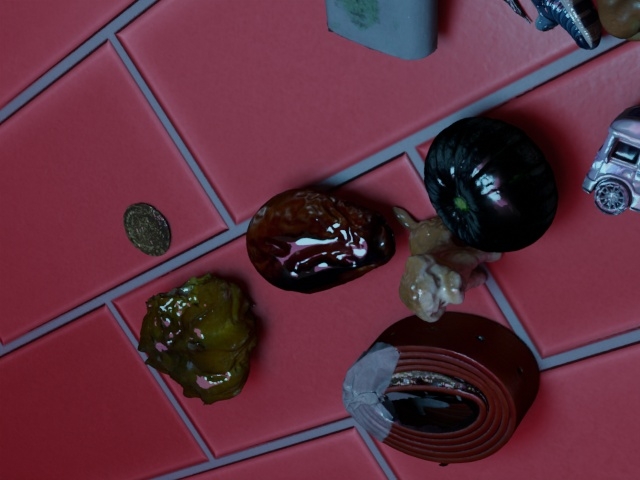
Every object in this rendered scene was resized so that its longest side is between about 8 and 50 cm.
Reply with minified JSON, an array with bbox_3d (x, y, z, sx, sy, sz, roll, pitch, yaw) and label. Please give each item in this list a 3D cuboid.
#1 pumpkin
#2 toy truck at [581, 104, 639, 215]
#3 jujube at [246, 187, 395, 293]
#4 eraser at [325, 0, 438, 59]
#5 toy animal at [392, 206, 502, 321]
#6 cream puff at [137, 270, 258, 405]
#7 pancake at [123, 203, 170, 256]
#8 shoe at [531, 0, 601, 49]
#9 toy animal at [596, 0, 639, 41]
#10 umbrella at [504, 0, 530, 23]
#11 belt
[{"bbox_3d":[0.236,-0.077,1.513,0.202,0.140,0.202,39,147,32],"label":"pumpkin"},{"bbox_3d":[0.477,-0.084,1.361,0.268,0.124,0.155,23,120,19],"label":"toy truck"},{"bbox_3d":[0.000,0.000,1.705,0.236,0.168,0.168,-1,115,34],"label":"jujube"},{"bbox_3d":[0.075,-0.359,1.444,0.174,0.081,0.227,25,150,23],"label":"eraser"},{"bbox_3d":[0.145,0.032,1.607,0.184,0.185,0.104,30,131,17],"label":"toy animal"},{"bbox_3d":[-0.212,0.166,1.953,0.241,0.155,0.269,40,138,15],"label":"cream puff"},{"bbox_3d":[-0.318,-0.020,2.001,0.115,0.011,0.115,16,124,26],"label":"pancake"},{"bbox_3d":[0.300,-0.295,1.394,0.143,0.064,0.071,50,131,3],"label":"shoe"},{"bbox_3d":[0.354,-0.342,1.323,0.157,0.097,0.312,-17,107,50],"label":"toy animal"},{"bbox_3d":[0.236,-0.332,1.449,0.022,0.013,0.122,-35,93,20],"label":"umbrella"},{"bbox_3d":[0.182,0.238,1.749,0.324,0.115,0.227,-9,110,38],"label":"belt"}]
